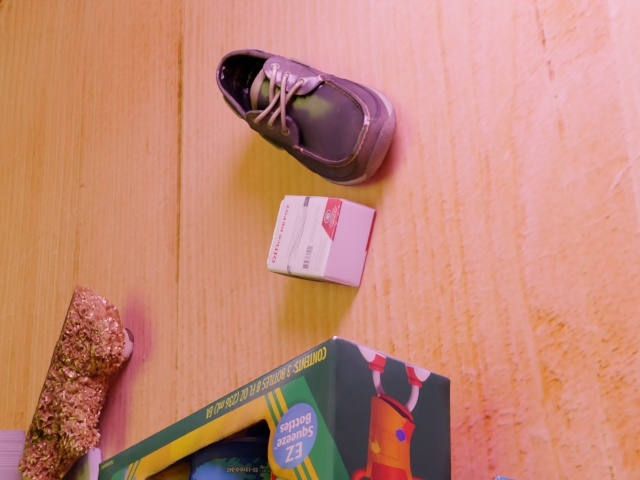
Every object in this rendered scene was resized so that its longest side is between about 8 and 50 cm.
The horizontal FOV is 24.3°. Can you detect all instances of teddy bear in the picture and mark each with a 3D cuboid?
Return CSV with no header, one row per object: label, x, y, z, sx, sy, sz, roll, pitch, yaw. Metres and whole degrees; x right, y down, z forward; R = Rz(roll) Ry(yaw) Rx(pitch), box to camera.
teddy bear,-0.371,0.239,2.257,0.245,0.113,0.338,-161,90,-78

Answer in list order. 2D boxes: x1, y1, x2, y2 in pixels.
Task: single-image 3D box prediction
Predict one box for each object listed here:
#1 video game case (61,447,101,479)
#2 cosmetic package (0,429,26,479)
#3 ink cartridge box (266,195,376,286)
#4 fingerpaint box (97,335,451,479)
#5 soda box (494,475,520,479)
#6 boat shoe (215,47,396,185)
video game case,-0.376,0.461,2.242,0.206,0.026,0.227,-48,41,36
cosmetic package,-0.517,0.432,2.377,0.127,0.107,0.238,109,152,-42
ink cartridge box,0.000,0.000,1.809,0.135,0.056,0.099,7,82,58
fingerpaint box,-0.072,0.352,1.496,0.445,0.163,0.371,-31,46,44
soda box,0.146,0.318,1.418,0.210,0.071,0.067,-53,37,31
boat shoe,-0.034,-0.160,1.861,0.355,0.130,0.132,29,102,58
